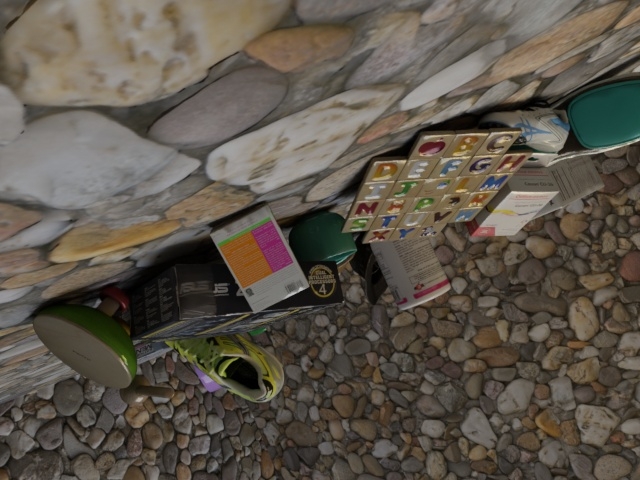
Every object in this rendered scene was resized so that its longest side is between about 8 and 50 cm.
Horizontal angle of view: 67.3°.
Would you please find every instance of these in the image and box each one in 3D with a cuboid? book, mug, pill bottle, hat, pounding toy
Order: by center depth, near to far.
[{"bbox_3d":[-0.090,0.028,0.728,0.096,0.144,0.035,-25,-162,-1],"label":"book"},{"bbox_3d":[-0.347,0.166,0.815,0.182,0.237,0.110,-28,-157,43],"label":"pounding toy"},{"bbox_3d":[-0.006,0.001,0.999,0.129,0.098,0.157,-17,172,-27],"label":"mug"},{"bbox_3d":[0.239,0.038,1.367,0.160,0.283,0.160,-23,174,-3],"label":"pill bottle"},{"bbox_3d":[0.176,0.059,1.708,0.133,0.332,0.331,16,-169,23],"label":"hat"}]

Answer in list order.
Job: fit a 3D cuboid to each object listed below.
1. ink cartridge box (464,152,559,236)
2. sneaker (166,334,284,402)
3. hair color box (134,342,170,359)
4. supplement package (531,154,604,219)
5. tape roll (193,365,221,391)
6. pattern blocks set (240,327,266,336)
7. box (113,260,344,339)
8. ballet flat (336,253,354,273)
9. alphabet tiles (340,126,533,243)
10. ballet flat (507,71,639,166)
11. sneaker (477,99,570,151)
[{"bbox_3d":[0.385,-0.088,0.963,0.115,0.067,0.198,-3,148,-16],"label":"ink cartridge box"},{"bbox_3d":[-0.255,0.254,1.166,0.145,0.384,0.147,-61,178,-5],"label":"sneaker"},{"bbox_3d":[-0.562,0.322,1.533,0.185,0.114,0.374,-23,174,-8],"label":"hair color box"},{"bbox_3d":[0.569,-0.167,1.283,0.262,0.198,0.199,-19,173,-37],"label":"supplement package"},{"bbox_3d":[-0.322,0.285,1.373,0.090,0.275,0.275,-22,173,-11],"label":"tape roll"},{"bbox_3d":[-0.160,0.170,1.476,0.285,0.026,0.325,-29,-157,33],"label":"pattern blocks set"},{"bbox_3d":[-0.198,0.130,0.940,0.318,0.097,0.394,-2,165,-37],"label":"box"},{"bbox_3d":[-0.014,0.107,1.657,0.342,0.116,0.124,-25,134,18],"label":"ballet flat"},{"bbox_3d":[0.196,-0.083,0.862,0.284,0.011,0.343,-5,153,-14],"label":"alphabet tiles"},{"bbox_3d":[0.497,-0.228,0.973,0.399,0.139,0.139,-23,175,28],"label":"ballet flat"},{"bbox_3d":[0.353,-0.204,0.836,0.237,0.086,0.085,-4,-170,-39],"label":"sneaker"}]
